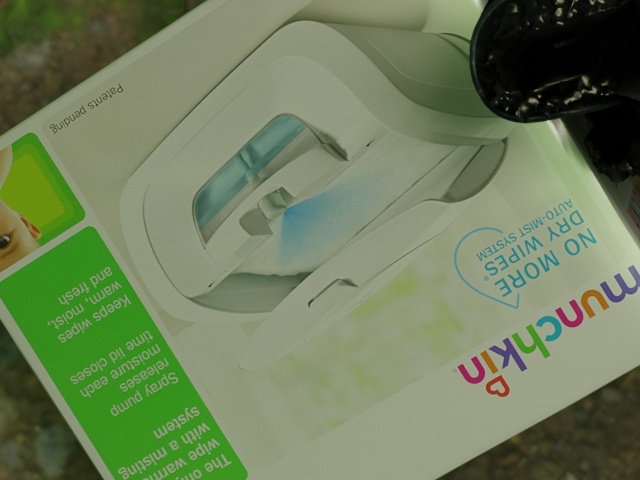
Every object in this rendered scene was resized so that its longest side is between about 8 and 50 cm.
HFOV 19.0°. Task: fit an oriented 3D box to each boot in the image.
[{"bbox_3d":[0.185,-0.091,0.750,0.246,0.207,0.094,8,121,4],"label":"boot"}]

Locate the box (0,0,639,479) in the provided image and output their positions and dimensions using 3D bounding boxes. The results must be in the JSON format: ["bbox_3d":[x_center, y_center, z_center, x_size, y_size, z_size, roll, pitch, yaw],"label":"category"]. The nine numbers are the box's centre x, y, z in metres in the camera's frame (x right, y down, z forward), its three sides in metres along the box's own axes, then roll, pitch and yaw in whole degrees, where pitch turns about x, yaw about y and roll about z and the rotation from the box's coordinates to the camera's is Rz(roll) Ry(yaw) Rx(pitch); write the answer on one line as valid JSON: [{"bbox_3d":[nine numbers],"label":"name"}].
[{"bbox_3d":[0.000,0.000,0.865,0.262,0.127,0.231,-30,92,14],"label":"box"}]
